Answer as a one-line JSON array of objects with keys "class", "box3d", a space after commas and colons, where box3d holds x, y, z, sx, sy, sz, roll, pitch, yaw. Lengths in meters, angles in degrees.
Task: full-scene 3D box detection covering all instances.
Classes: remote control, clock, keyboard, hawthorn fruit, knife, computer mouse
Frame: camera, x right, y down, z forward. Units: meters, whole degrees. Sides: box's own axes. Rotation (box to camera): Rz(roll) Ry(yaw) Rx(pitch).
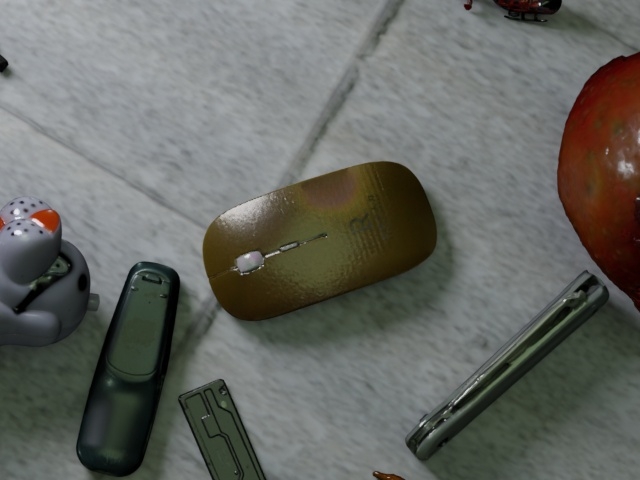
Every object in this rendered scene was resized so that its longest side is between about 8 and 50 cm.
[{"class": "remote control", "box3d": [-0.192, 0.129, 1.916, 0.072, 0.042, 0.222, 14, 80, -1]}, {"class": "clock", "box3d": [-0.343, 0.038, 1.863, 0.254, 0.189, 0.189, 5, 81, -10]}, {"class": "keyboard", "box3d": [-0.093, 0.221, 1.927, 0.053, 0.010, 0.155, -22, 84, -7]}, {"class": "hawthorn fruit", "box3d": [0.376, -0.068, 1.888, 0.316, 0.316, 0.316, 1, 81, -5]}, {"class": "knife", "box3d": [0.191, 0.126, 1.938, 0.265, 0.073, 0.040, -41, 78, -8]}, {"class": "computer mouse", "box3d": [0.000, 0.000, 1.950, 0.245, 0.056, 0.126, -18, 82, -6]}]

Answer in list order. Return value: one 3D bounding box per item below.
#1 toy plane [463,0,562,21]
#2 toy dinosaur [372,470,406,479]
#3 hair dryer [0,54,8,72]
[{"class": "toy plane", "box3d": [0.199, -0.261, 2.008, 0.145, 0.060, 0.037, 6, 80, 11]}, {"class": "toy dinosaur", "box3d": [0.199, 0.401, 1.839, 0.097, 0.208, 0.432, -40, 91, 16]}, {"class": "hair dryer", "box3d": [-0.400, -0.283, 1.959, 0.248, 0.078, 0.195, 45, 79, -7]}]
